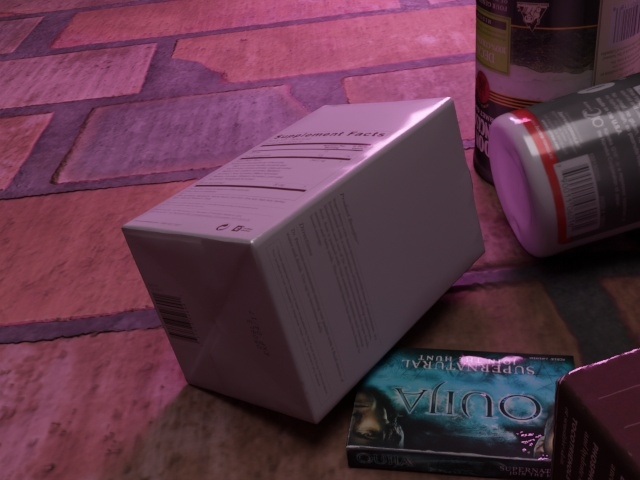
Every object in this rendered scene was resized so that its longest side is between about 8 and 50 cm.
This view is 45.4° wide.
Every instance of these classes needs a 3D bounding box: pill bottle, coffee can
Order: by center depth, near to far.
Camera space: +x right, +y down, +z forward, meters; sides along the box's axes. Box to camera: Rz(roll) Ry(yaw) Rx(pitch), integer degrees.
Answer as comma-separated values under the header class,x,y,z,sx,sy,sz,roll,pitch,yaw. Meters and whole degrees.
class,x,y,z,sx,sy,sz,roll,pitch,yaw
pill bottle,0.340,-0.096,0.816,0.283,0.161,0.161,-17,33,0
coffee can,0.292,-0.221,0.947,0.202,0.275,0.201,-5,32,3

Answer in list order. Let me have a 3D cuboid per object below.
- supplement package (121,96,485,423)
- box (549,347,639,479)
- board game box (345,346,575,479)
class,x,y,z,sx,sy,sz,roll,pitch,yaw
supplement package,0.000,0.000,0.729,0.175,0.177,0.293,6,32,42
box,0.255,0.177,0.436,0.168,0.167,0.203,-14,33,-11
board game box,0.122,0.142,0.646,0.186,0.026,0.126,1,33,12
